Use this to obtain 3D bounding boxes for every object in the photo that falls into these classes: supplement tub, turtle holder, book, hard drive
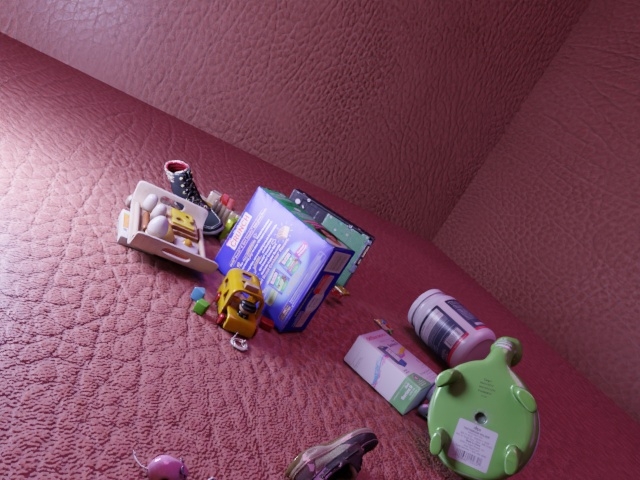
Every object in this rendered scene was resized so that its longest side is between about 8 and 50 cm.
[{"bbox_3d":[0.457,0.316,1.777,0.191,0.191,0.272,18,20,-42],"label":"supplement tub"},{"bbox_3d":[0.378,0.392,1.184,0.227,0.243,0.321,45,35,-56],"label":"turtle holder"},{"bbox_3d":[-0.482,-0.021,1.330,0.096,0.035,0.144,24,17,-29],"label":"book"},{"bbox_3d":[-0.004,-0.001,1.818,0.338,0.237,0.064,32,15,8],"label":"hard drive"}]

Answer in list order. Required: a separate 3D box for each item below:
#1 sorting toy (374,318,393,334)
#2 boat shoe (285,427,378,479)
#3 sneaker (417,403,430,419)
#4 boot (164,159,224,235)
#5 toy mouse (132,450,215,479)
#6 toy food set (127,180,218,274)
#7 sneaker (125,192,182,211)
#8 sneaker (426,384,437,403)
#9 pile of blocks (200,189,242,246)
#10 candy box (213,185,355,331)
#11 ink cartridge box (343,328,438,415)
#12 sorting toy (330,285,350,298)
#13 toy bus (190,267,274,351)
[{"bbox_3d":[0.227,0.297,1.737,0.062,0.012,0.083,15,21,-48],"label":"sorting toy"},{"bbox_3d":[0.035,0.396,0.895,0.223,0.080,0.073,5,34,-49],"label":"boat shoe"},{"bbox_3d":[0.297,0.457,1.285,0.098,0.038,0.069,26,14,-18],"label":"sneaker"},{"bbox_3d":[-0.397,-0.132,1.568,0.085,0.179,0.236,-34,51,-28],"label":"boot"},{"bbox_3d":[-0.191,0.341,0.698,0.161,0.031,0.143,40,17,32],"label":"toy mouse"},{"bbox_3d":[-0.389,-0.044,1.357,0.219,0.092,0.306,25,21,-29],"label":"toy food set"},{"bbox_3d":[-0.481,-0.093,1.498,0.071,0.066,0.188,40,17,35],"label":"sneaker"},{"bbox_3d":[0.384,0.442,1.373,0.258,0.094,0.091,26,11,-43],"label":"sneaker"},{"bbox_3d":[-0.328,-0.085,1.693,0.362,0.113,0.149,41,17,34],"label":"pile of blocks"},{"bbox_3d":[-0.108,0.047,1.380,0.317,0.268,0.122,40,13,30],"label":"candy box"},{"bbox_3d":[0.189,0.343,1.347,0.212,0.093,0.154,37,16,28],"label":"ink cartridge box"},{"bbox_3d":[-0.029,0.130,1.710,0.274,0.046,0.132,33,14,9],"label":"sorting toy"},{"bbox_3d":[-0.186,0.147,1.213,0.202,0.104,0.191,36,15,20],"label":"toy bus"}]
